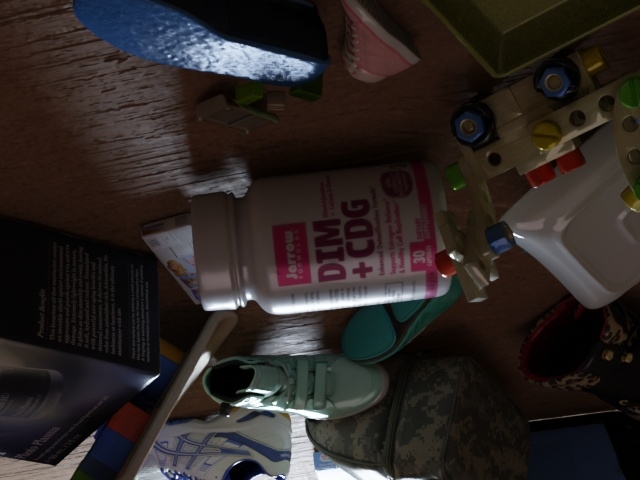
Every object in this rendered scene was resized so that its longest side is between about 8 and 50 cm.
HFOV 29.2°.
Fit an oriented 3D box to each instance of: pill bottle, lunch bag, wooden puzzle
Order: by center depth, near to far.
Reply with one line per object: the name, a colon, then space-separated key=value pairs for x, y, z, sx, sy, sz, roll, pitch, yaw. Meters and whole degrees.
pill bottle: x=0.000 y=0.000 z=1.410 sx=0.283 sy=0.160 sz=0.160 roll=-7 pitch=147 yaw=-1
wooden puzzle: x=-0.267 y=0.267 z=1.670 sx=0.080 sy=0.348 sz=0.322 roll=35 pitch=137 yaw=-2
lunch bag: x=0.147 y=0.305 z=1.863 sx=0.256 sy=0.212 sz=0.305 roll=-7 pitch=149 yaw=32

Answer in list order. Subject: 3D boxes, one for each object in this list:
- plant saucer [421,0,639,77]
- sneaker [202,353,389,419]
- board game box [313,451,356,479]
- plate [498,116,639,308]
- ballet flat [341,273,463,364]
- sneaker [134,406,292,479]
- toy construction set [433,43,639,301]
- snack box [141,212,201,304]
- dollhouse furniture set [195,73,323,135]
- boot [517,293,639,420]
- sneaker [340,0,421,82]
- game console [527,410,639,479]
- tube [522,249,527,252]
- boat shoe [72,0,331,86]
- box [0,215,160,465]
plant saucer: x=0.203 y=-0.255 z=1.169 sx=0.188 sy=0.045 sz=0.188 roll=-25 pitch=142 yaw=25
sneaker: x=-0.038 y=0.205 z=1.714 sx=0.256 sy=0.094 sz=0.151 roll=-3 pitch=173 yaw=11
board game box: x=0.079 y=0.421 z=2.179 sx=0.160 sy=0.039 sz=0.211 roll=-9 pitch=148 yaw=2
plate: x=0.376 y=-0.045 z=1.437 sx=0.278 sy=0.045 sz=0.277 roll=-42 pitch=138 yaw=10
ballet flat: x=0.120 y=0.099 z=1.664 sx=0.087 sy=0.083 sz=0.247 roll=-3 pitch=151 yaw=-33
sneaker: x=-0.184 y=0.350 z=1.938 sx=0.296 sy=0.131 sz=0.112 roll=-19 pitch=147 yaw=19
toy construction set: x=0.253 y=-0.077 z=1.287 sx=0.327 sy=0.215 sz=0.151 roll=-28 pitch=-176 yaw=11
snack box: x=-0.160 y=0.026 z=1.545 sx=0.064 sy=0.022 sz=0.178 roll=-15 pitch=146 yaw=10
dollhouse furniture set: x=-0.062 y=-0.161 z=1.280 sx=0.076 sy=0.059 sz=0.151 roll=12 pitch=162 yaw=-39
boot: x=0.493 y=0.140 z=1.754 sx=0.284 sy=0.138 sz=0.377 roll=17 pitch=145 yaw=-32
sneaker: x=0.040 y=-0.198 z=1.216 sx=0.070 sy=0.051 sz=0.134 roll=-28 pitch=146 yaw=20
game console: x=0.377 y=0.415 z=1.966 sx=0.386 sy=0.342 sz=0.060 roll=-8 pitch=121 yaw=0
tube: x=0.315 y=-0.038 z=1.524 sx=0.080 sy=0.052 sz=0.207 roll=3 pitch=150 yaw=-6
boat shoe: x=-0.112 y=-0.211 z=1.142 sx=0.258 sy=0.089 sz=0.109 roll=15 pitch=154 yaw=-38
box: x=-0.396 y=0.127 z=1.511 sx=0.294 sy=0.183 sz=0.296 roll=17 pitch=139 yaw=-31
